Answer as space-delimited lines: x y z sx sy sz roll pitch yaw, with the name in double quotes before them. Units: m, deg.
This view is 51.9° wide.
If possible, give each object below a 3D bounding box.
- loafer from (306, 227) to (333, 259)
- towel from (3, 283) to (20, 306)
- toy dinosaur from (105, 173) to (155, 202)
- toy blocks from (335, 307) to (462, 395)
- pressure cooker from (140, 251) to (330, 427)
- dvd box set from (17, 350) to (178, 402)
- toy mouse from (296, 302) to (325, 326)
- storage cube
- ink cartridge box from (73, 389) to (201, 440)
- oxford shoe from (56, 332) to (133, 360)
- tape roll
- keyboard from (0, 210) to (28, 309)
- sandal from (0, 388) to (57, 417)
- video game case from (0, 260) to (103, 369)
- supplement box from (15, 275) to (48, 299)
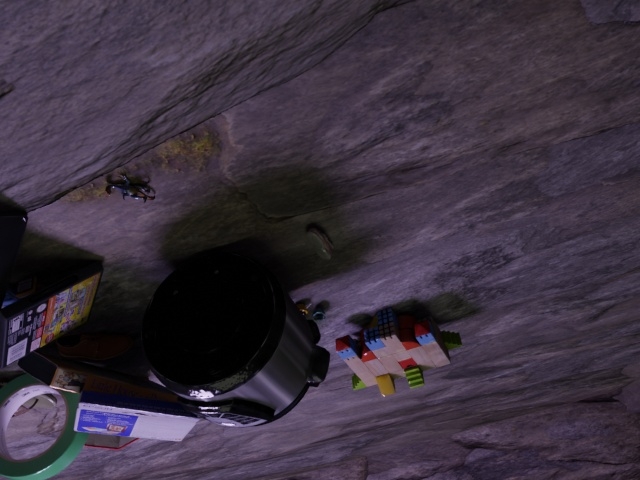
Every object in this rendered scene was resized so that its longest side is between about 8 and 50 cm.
"loafer" 0.000 0.000 1.600 0.045 0.039 0.125 14 154 28
"towel" -0.770 0.147 1.641 0.067 0.029 0.119 -14 147 10
"toy dinosaur" -0.394 -0.096 1.347 0.082 0.047 0.090 8 159 7
"toy blocks" 0.222 0.320 2.046 0.381 0.191 0.261 -20 135 17
"pressure cooker" -0.199 0.270 1.662 0.375 0.370 0.420 -37 147 -5
"dvd box set" -0.620 0.411 1.900 0.420 0.062 0.307 27 165 -38
"toy mouse" -0.039 0.223 1.935 0.161 0.031 0.143 -31 141 31
"storage cube" -0.686 0.552 2.139 0.183 0.193 0.215 23 137 -40
"ink cartridge box" -0.487 0.460 1.746 0.303 0.072 0.307 13 147 -17
"oxford shoe" -0.641 0.294 1.862 0.212 0.076 0.076 -5 143 -3
"tape roll" -0.860 0.557 1.985 0.321 0.321 0.077 -9 148 1
"keyboard" -0.723 0.084 1.345 0.201 0.033 0.317 -9 125 -64
"sandal" -1.011 0.527 2.119 0.302 0.086 0.120 7 144 -24
"video game case" -0.656 0.181 1.588 0.248 0.035 0.275 -32 166 -40
"supplement box" -0.698 0.129 1.617 0.055 0.043 0.083 -16 146 11
